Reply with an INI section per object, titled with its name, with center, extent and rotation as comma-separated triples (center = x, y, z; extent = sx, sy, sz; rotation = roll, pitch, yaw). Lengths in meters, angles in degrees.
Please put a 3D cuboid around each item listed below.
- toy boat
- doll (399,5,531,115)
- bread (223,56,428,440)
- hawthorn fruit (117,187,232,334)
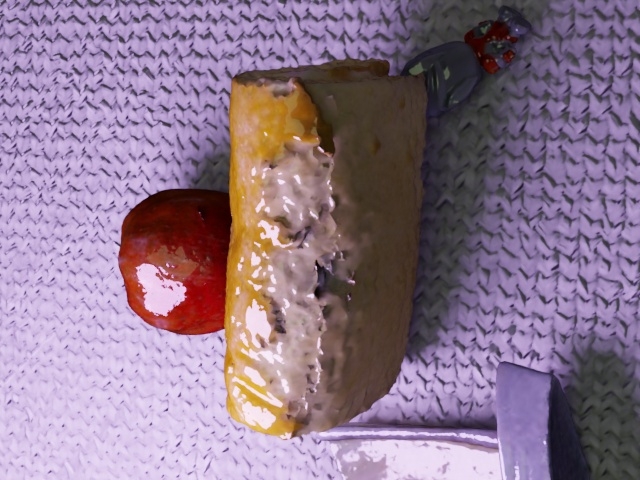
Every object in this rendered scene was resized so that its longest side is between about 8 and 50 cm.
[toy boat]
center = 0.176, 0.290, 1.153
extent = 0.293, 0.111, 0.276
rotation = -26, 86, 33
[doll]
center = 0.150, -0.193, 1.138
extent = 0.180, 0.079, 0.094
rotation = -34, 51, 11
[bread]
center = 0.000, 0.000, 1.083
extent = 0.165, 0.236, 0.375
rotation = 15, 109, 32
[hawthorn fruit]
center = -0.134, 0.017, 1.207
extent = 0.202, 0.185, 0.185
rotation = -16, 88, 10
